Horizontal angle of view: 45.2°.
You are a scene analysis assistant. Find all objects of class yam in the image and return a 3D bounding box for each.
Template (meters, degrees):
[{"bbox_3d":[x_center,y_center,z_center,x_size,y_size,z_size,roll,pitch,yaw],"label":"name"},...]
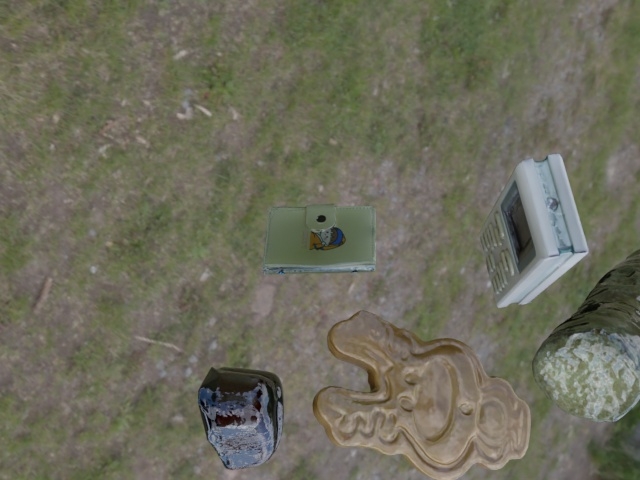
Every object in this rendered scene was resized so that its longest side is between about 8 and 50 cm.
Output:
[{"bbox_3d":[0.205,0.044,0.506,0.274,0.061,0.061,-23,125,-56],"label":"yam"}]

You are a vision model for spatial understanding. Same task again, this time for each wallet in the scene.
[{"bbox_3d":[0.000,0.000,1.078,0.039,0.155,0.110,81,11,-56],"label":"wallet"}]

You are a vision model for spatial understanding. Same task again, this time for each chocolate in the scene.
[{"bbox_3d":[-0.085,0.210,0.925,0.148,0.080,0.125,47,35,-77],"label":"chocolate"}]

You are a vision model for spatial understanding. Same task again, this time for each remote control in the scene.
[{"bbox_3d":[0.228,0.002,0.865,0.277,0.055,0.103,76,3,-75],"label":"remote control"}]

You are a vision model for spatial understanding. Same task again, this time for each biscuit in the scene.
[{"bbox_3d":[0.109,0.165,0.785,0.236,0.040,0.144,19,73,-10],"label":"biscuit"}]
